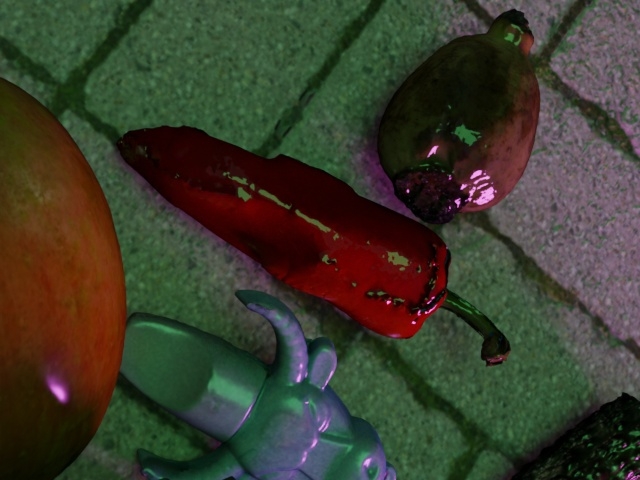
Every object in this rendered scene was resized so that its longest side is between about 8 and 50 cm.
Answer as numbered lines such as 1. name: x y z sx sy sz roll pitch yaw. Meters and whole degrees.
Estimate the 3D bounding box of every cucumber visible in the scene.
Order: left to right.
1. cucumber: 0.169 0.272 1.168 0.359 0.096 0.096 -31 96 -19

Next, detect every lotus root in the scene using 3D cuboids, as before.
1. lotus root: 0.137 -0.114 1.176 0.138 0.138 0.214 38 72 -14

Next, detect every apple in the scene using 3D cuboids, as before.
1. apple: -0.302 0.042 0.880 0.339 0.339 0.340 2 83 -21

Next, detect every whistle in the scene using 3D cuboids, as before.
1. whistle: -0.051 0.144 1.092 0.274 0.093 0.186 29 101 -13

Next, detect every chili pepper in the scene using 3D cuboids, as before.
1. chili pepper: 0.000 0.000 1.122 0.387 0.110 0.110 27 75 -15

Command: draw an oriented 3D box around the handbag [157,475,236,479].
1. handbag: -0.183 0.241 0.903 0.238 0.326 0.089 -21 85 -21
